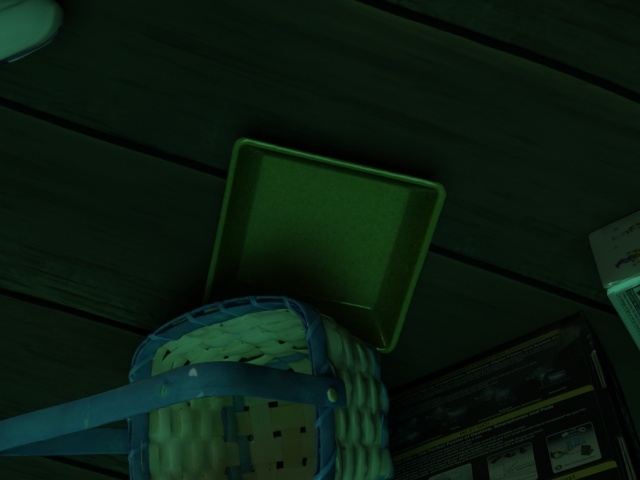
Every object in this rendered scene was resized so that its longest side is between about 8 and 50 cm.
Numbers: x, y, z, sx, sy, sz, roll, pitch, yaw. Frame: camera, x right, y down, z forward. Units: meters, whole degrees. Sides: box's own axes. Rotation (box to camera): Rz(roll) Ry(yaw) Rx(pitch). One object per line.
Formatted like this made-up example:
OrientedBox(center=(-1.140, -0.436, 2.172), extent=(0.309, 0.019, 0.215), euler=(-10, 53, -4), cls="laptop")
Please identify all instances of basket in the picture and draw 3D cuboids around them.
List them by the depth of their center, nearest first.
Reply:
OrientedBox(center=(-0.093, 0.152, 0.823), extent=(0.255, 0.289, 0.201), euler=(-17, 74, 31), cls="basket")

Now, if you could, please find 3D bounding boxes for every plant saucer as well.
OrientedBox(center=(0.000, 0.000, 0.889), extent=(0.188, 0.045, 0.188), euler=(13, 120, -3), cls="plant saucer")

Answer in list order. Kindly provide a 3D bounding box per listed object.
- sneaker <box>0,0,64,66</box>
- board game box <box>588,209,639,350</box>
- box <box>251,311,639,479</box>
OrientedBox(center=(-0.358, -0.204, 0.758), extent=(0.305, 0.114, 0.152), euler=(4, 120, 2), cls="sneaker")
OrientedBox(center=(0.428, 0.034, 0.850), extent=(0.303, 0.097, 0.224), euler=(-27, 115, 19), cls="board game box")
OrientedBox(center=(0.095, 0.251, 0.868), extent=(0.395, 0.318, 0.097), euler=(-26, 115, 16), cls="box")
